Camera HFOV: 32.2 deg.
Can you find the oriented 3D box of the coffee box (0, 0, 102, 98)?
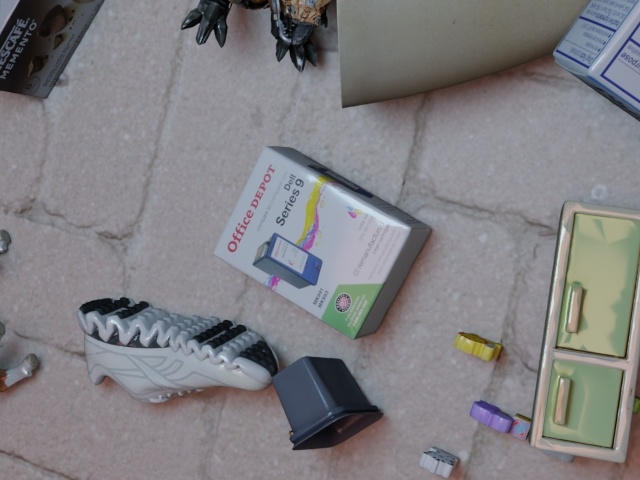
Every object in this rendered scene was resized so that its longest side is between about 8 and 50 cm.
[{"bbox_3d":[-0.368,-0.342,1.429,0.119,0.168,0.297,38,103,15],"label":"coffee box"}]

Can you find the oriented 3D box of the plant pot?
[{"bbox_3d":[0.154,-0.281,1.220,0.274,0.256,0.256,-3,91,2],"label":"plant pot"}]

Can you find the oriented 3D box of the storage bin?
[{"bbox_3d":[-0.002,0.195,1.337,0.098,0.135,0.091,-35,68,18],"label":"storage bin"}]

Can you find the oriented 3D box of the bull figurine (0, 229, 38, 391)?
[{"bbox_3d":[-0.514,0.084,1.529,0.188,0.101,0.310,-19,85,18],"label":"bull figurine"}]

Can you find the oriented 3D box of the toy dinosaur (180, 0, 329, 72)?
[{"bbox_3d":[-0.037,-0.323,1.283,0.164,0.322,0.218,26,130,-4],"label":"toy dinosaur"}]

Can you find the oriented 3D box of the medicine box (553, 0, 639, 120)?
[{"bbox_3d":[0.430,-0.222,1.101,0.263,0.149,0.289,32,104,-12],"label":"medicine box"}]

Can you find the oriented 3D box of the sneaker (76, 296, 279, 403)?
[{"bbox_3d":[-0.182,0.155,1.417,0.292,0.110,0.118,11,103,27],"label":"sneaker"}]

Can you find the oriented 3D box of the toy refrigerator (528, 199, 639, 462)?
[{"bbox_3d":[0.297,0.098,1.213,0.102,0.094,0.269,9,87,10],"label":"toy refrigerator"}]

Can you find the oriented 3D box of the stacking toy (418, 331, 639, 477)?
[{"bbox_3d":[0.236,0.220,1.287,0.221,0.052,0.167,21,98,18],"label":"stacking toy"}]

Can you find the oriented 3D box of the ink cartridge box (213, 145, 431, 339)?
[{"bbox_3d":[0.000,0.000,1.345,0.212,0.093,0.154,31,102,18],"label":"ink cartridge box"}]
